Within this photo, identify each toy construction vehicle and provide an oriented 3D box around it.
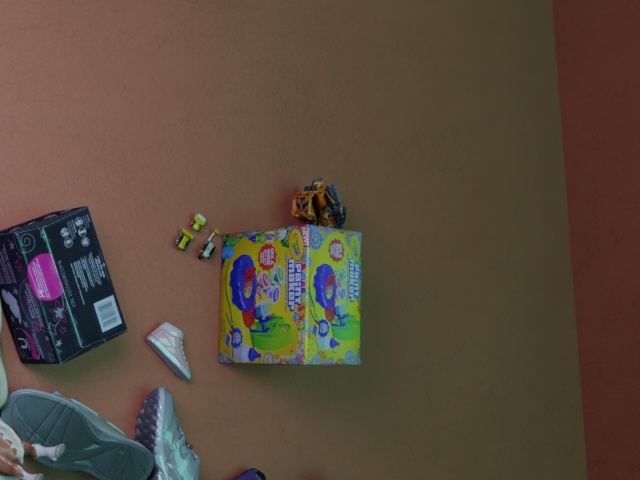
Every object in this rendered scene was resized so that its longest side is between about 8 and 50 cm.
[{"bbox_3d":[-0.269,-0.004,1.979,0.086,0.035,0.098,38,57,-24],"label":"toy construction vehicle"}]

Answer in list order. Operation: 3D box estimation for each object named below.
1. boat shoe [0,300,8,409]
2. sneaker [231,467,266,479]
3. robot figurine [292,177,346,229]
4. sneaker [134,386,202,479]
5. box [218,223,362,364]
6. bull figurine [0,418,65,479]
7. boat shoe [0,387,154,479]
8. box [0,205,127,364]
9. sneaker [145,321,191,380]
[{"bbox_3d":[-0.609,0.155,1.552,0.098,0.109,0.303,-12,101,-46],"label":"boat shoe"},{"bbox_3d":[-0.120,0.642,2.014,0.124,0.107,0.284,-31,108,-50],"label":"sneaker"},{"bbox_3d":[0.000,0.000,2.148,0.085,0.211,0.291,-10,96,-24],"label":"robot figurine"},{"bbox_3d":[-0.297,0.434,1.826,0.115,0.105,0.282,0,78,-37],"label":"sneaker"},{"bbox_3d":[-0.066,0.126,1.995,0.177,0.279,0.290,8,79,-46],"label":"box"},{"bbox_3d":[-0.537,0.390,1.515,0.101,0.188,0.311,-38,142,-66],"label":"bull figurine"},{"bbox_3d":[-0.458,0.365,1.703,0.320,0.103,0.118,34,82,-33],"label":"boat shoe"},{"bbox_3d":[-0.485,0.081,1.662,0.163,0.142,0.247,-27,106,-46],"label":"box"},{"bbox_3d":[-0.300,0.227,1.903,0.134,0.051,0.070,54,56,-23],"label":"sneaker"}]
